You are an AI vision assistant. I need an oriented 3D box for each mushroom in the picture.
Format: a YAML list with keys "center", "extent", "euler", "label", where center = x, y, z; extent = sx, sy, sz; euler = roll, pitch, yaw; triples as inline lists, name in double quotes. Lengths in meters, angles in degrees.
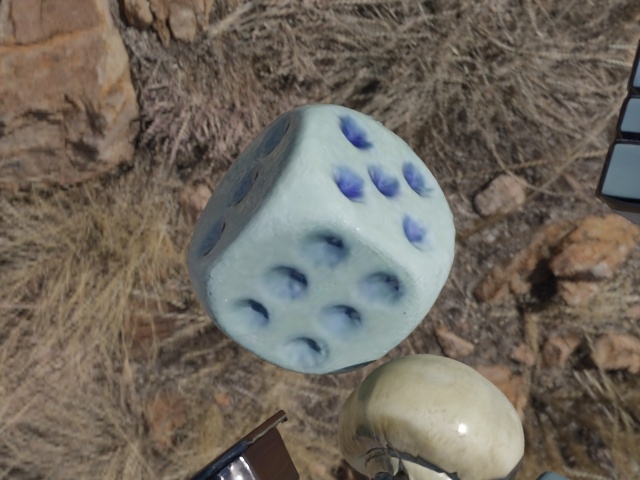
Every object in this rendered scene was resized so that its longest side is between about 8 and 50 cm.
- center: [0.126, 0.275, 1.207]
  extent: [0.260, 0.254, 0.234]
  euler: [46, 58, -33]
  label: "mushroom"

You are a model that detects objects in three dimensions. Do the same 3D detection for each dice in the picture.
- center: [0.000, 0.000, 1.296]
  extent: [0.264, 0.263, 0.268]
  euler: [36, 125, -21]
  label: "dice"

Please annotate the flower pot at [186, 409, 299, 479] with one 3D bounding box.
- center: [-0.125, 0.299, 1.070]
  extent: [0.251, 0.179, 0.084]
  euler: [-40, 84, 20]
  label: "flower pot"

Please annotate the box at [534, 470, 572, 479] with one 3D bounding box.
- center: [0.221, 0.321, 0.841]
  extent: [0.130, 0.162, 0.227]
  euler: [-40, 131, -31]
  label: "box"

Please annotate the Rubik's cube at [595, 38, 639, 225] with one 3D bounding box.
- center: [0.624, -0.131, 1.444]
  extent: [0.288, 0.293, 0.284]
  euler: [19, 83, -41]
  label: "Rubik's cube"
